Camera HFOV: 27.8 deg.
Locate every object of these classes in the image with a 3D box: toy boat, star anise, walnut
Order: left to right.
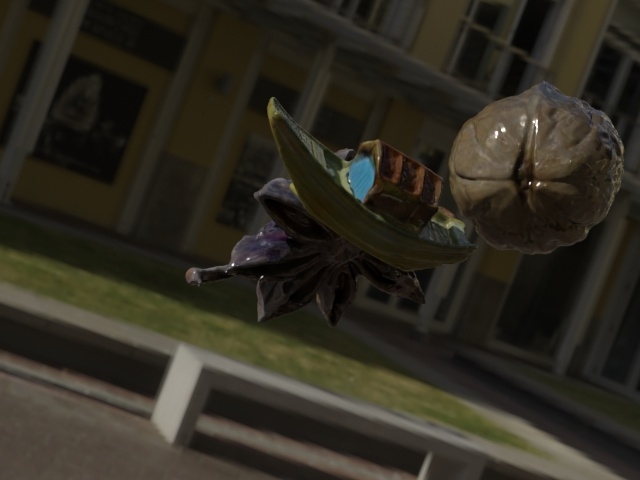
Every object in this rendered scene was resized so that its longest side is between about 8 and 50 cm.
[{"bbox_3d":[0.000,0.000,1.195,0.262,0.230,0.081,-10,51,-12],"label":"star anise"},{"bbox_3d":[0.031,-0.035,0.856,0.172,0.066,0.065,30,20,-21],"label":"toy boat"},{"bbox_3d":[0.222,-0.077,1.320,0.178,0.178,0.230,21,22,14],"label":"walnut"}]
